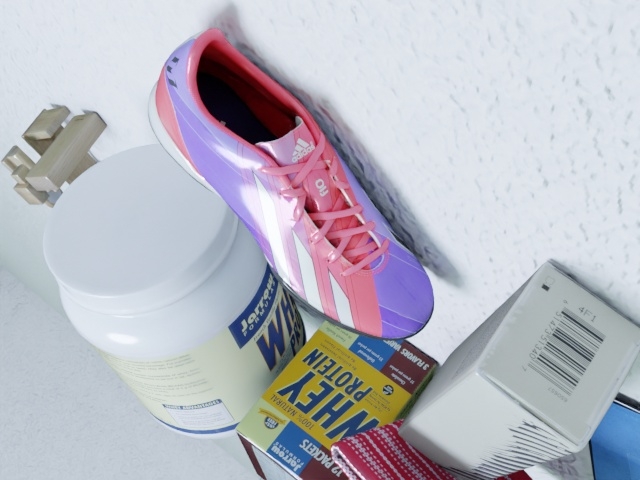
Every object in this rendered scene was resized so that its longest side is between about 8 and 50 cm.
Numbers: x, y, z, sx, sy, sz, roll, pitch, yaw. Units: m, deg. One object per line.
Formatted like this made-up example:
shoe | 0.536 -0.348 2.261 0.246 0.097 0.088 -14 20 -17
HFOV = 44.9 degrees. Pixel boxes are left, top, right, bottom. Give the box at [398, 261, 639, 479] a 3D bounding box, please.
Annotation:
box | 0.156 0.130 0.667 0.094 0.113 0.275 36 159 9

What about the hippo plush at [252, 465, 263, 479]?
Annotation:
hippo plush | -0.021 0.567 1.747 0.294 0.234 0.237 -68 -43 -70

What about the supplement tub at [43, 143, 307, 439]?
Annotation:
supplement tub | -0.158 0.069 0.912 0.235 0.235 0.325 29 155 30

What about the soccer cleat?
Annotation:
soccer cleat | -0.014 -0.038 0.650 0.318 0.108 0.116 46 154 -4

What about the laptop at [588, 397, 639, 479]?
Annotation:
laptop | 0.362 0.389 0.659 0.382 0.408 0.236 24 -174 38

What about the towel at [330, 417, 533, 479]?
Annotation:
towel | 0.145 0.253 0.787 0.199 0.031 0.275 44 -160 26

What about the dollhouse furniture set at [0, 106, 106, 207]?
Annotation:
dollhouse furniture set | -0.339 -0.095 1.069 0.151 0.144 0.123 1 141 39

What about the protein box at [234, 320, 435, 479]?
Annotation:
protein box | 0.022 0.220 0.939 0.136 0.200 0.201 33 157 20
